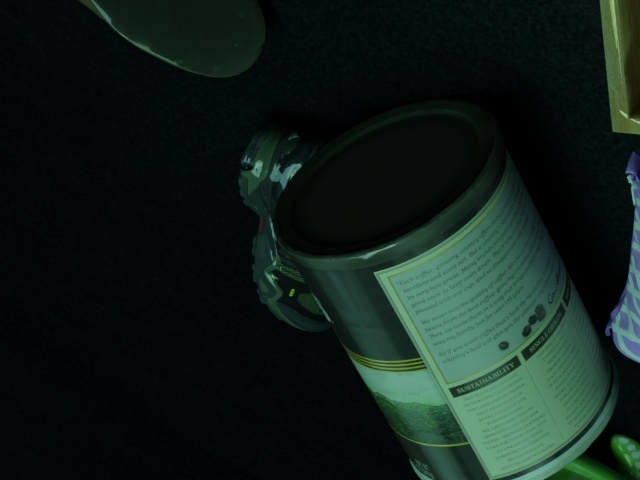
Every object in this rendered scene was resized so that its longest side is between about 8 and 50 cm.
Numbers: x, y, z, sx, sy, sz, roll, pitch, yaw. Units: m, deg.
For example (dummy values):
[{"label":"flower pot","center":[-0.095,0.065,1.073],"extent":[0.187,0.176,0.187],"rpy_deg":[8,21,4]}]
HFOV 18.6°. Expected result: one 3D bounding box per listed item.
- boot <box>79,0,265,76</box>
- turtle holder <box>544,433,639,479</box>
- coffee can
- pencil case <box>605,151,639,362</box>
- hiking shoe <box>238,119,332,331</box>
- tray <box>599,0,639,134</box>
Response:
[{"label":"boot","center":[-0.182,-0.238,1.639],"extent":[0.305,0.112,0.115],"rpy_deg":[33,171,-8]},{"label":"turtle holder","center":[0.221,0.331,1.838],"extent":[0.320,0.227,0.243],"rpy_deg":[33,140,-1]},{"label":"coffee can","center":[0.110,0.050,1.639],"extent":[0.201,0.201,0.275],"rpy_deg":[-5,128,36]},{"label":"pencil case","center":[0.282,0.014,1.581],"extent":[0.088,0.086,0.206],"rpy_deg":[7,136,9]},{"label":"hiking shoe","center":[0.000,0.000,1.749],"extent":[0.114,0.086,0.227],"rpy_deg":[11,135,28]},{"label":"tray","center":[0.281,-0.255,1.280],"extent":[0.203,0.076,0.411],"rpy_deg":[8,126,27]}]
